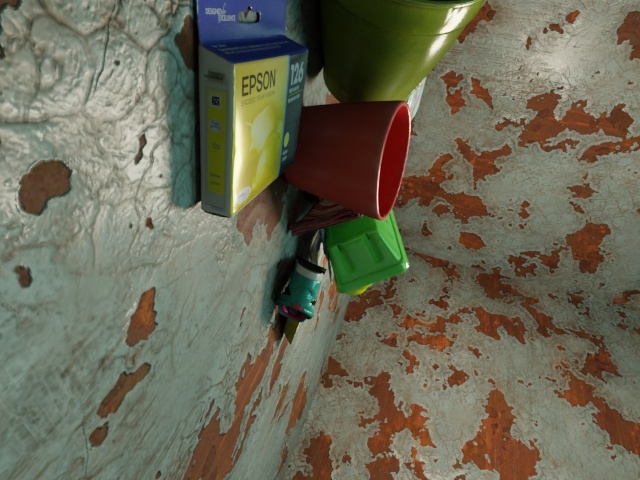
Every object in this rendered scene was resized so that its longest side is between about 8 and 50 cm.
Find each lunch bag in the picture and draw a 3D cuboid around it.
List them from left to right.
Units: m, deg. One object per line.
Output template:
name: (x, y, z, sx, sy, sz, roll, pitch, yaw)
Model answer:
lunch bag: (0.388, -0.672, 1.893, 0.224, 0.107, 0.279, -43, 148, -55)

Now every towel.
towel: (0.076, -0.119, 1.222, 0.329, 0.237, 0.037, -46, 116, -51)

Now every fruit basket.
fruit basket: (0.146, 0.036, 1.454, 0.392, 0.283, 0.392, -22, 90, -76)

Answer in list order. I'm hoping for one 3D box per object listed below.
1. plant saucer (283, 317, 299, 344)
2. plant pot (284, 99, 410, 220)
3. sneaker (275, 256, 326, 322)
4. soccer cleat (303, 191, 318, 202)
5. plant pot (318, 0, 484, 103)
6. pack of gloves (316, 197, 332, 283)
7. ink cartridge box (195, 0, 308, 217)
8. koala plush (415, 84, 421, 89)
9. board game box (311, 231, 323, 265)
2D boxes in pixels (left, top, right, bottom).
plant saucer: (-0.073, 0.233, 1.433, 0.188, 0.045, 0.188, 110, 3, -51)
plant pot: (0.059, -0.200, 0.989, 0.275, 0.243, 0.275, 13, 90, -71)
sneaker: (-0.056, 0.155, 1.292, 0.295, 0.123, 0.178, -25, 140, -88)
soccer cleat: (-0.023, -0.195, 1.157, 0.072, 0.060, 0.179, 12, 87, -69)
plant pot: (0.146, -0.489, 0.945, 0.353, 0.366, 0.366, 110, 2, -62)
pack of gloves: (0.000, 0.000, 1.406, 0.195, 0.046, 0.232, -91, 173, -58)
ink cartridge box: (-0.098, -0.236, 0.694, 0.303, 0.072, 0.307, -56, 160, -57)
koala plush: (0.257, -0.587, 1.548, 0.196, 0.221, 0.203, -50, 154, -65)
board game box: (0.003, 0.008, 1.609, 0.103, 0.026, 0.154, 87, 21, -58)
